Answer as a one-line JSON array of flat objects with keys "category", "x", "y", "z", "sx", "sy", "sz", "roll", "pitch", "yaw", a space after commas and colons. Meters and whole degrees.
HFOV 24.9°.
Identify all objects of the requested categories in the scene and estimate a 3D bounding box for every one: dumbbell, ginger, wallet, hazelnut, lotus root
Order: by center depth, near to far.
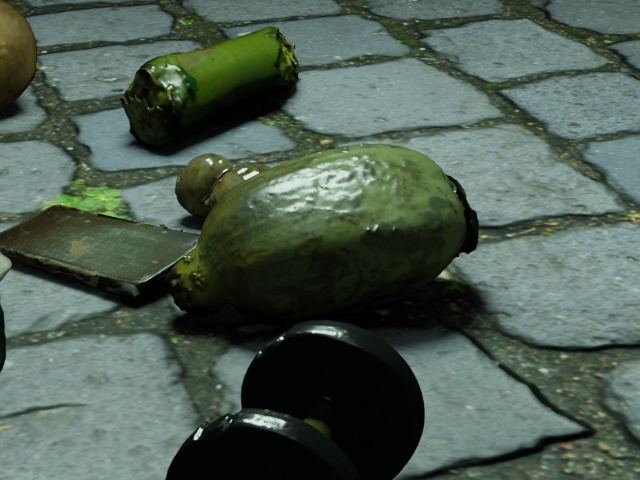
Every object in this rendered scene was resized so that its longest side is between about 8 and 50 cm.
[{"category": "dumbbell", "x": -0.015, "y": 0.155, "z": 1.044, "sx": 0.143, "sy": 0.143, "sz": 0.325, "roll": 7, "pitch": 24, "yaw": 18}, {"category": "lotus root", "x": 0.000, "y": 0.000, "z": 1.418, "sx": 0.309, "sy": 0.173, "sz": 0.173, "roll": -15, "pitch": 26, "yaw": -13}, {"category": "wallet", "x": -0.238, "y": 0.011, "z": 1.542, "sx": 0.232, "sy": 0.031, "sz": 0.122, "roll": 12, "pitch": 31, "yaw": 34}, {"category": "ginger", "x": -0.078, "y": -0.044, "z": 1.600, "sx": 0.104, "sy": 0.080, "sz": 0.204, "roll": -27, "pitch": 36, "yaw": -36}, {"category": "hazelnut", "x": -0.500, "y": -0.255, "z": 2.004, "sx": 0.214, "sy": 0.176, "sz": 0.214, "roll": -13, "pitch": -3, "yaw": -1}]

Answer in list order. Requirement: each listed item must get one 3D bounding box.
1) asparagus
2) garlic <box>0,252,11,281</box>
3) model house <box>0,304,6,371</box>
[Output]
[{"category": "asparagus", "x": -0.122, "y": -0.225, "z": 1.989, "sx": 0.108, "sy": 0.128, "sz": 0.382, "roll": 48, "pitch": 40, "yaw": 13}, {"category": "garlic", "x": -0.349, "y": 0.035, "z": 1.434, "sx": 0.113, "sy": 0.074, "sz": 0.094, "roll": -5, "pitch": 28, "yaw": 31}, {"category": "model house", "x": -0.434, "y": 0.055, "z": 1.307, "sx": 0.253, "sy": 0.184, "sz": 0.291, "roll": -17, "pitch": 13, "yaw": -19}]
